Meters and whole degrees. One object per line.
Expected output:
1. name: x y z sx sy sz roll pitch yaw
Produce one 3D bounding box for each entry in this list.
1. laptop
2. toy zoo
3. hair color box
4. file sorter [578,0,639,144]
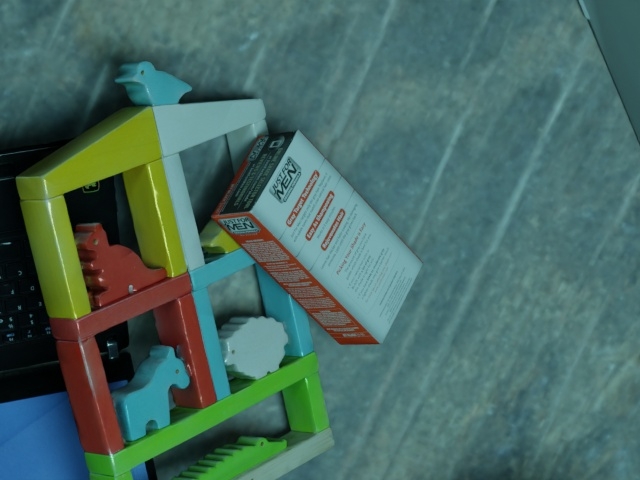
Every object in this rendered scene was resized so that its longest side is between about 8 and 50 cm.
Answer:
1. laptop: -0.225 0.093 1.138 0.234 0.136 0.264 -10 125 -14
2. toy zoo: -0.091 0.030 1.158 0.192 0.030 0.293 -25 108 -43
3. hair color box: 0.000 0.000 1.189 0.141 0.043 0.072 47 58 -30
4. file sorter: 0.313 -0.089 1.182 0.173 0.193 0.278 -28 106 -6
